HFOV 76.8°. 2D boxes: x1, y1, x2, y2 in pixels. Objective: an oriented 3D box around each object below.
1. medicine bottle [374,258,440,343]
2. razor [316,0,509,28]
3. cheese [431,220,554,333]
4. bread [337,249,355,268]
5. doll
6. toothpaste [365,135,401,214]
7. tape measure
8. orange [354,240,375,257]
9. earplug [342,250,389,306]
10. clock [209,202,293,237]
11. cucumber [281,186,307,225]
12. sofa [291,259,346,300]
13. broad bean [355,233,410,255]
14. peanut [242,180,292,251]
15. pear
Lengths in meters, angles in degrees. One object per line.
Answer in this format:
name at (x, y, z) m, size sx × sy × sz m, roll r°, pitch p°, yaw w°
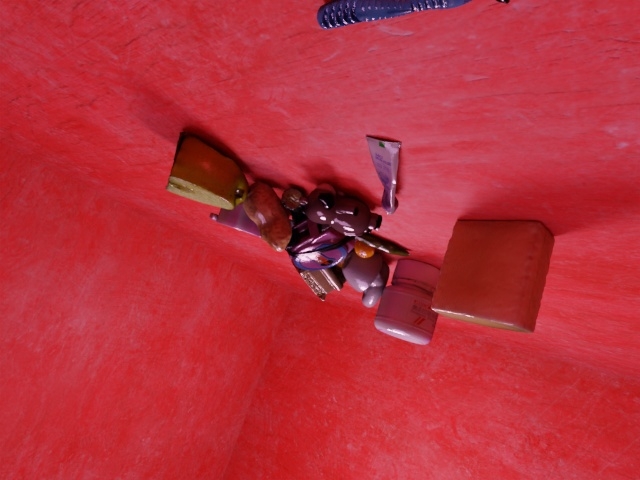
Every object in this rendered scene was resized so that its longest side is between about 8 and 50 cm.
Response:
medicine bottle at (0.372, 0.251, 1.668) m, size 0.241 × 0.302 × 0.241 m, roll 18°, pitch 166°, yaw 5°
razor at (0.101, -0.309, 0.519) m, size 0.253 × 0.042 × 0.082 m, roll 11°, pitch 164°, yaw 35°
cheese at (0.441, 0.087, 1.049) m, size 0.124 × 0.265 × 0.242 m, roll 31°, pitch 163°, yaw -35°
bread at (0.122, 0.085, 1.826) m, size 0.114 × 0.077 × 0.189 m, roll -20°, pitch 144°, yaw 36°
doll at (0.057, -0.088, 1.224) m, size 0.257 × 0.117 × 0.182 m, roll 23°, pitch 162°, yaw -14°
toothpaste at (0.165, -0.150, 1.000) m, size 0.075 × 0.048 × 0.301 m, roll 44°, pitch 170°, yaw 27°
tape measure at (0.000, 0.000, 1.454) m, size 0.245 × 0.149 × 0.231 m, roll -27°, pitch 150°, yaw 23°
orange at (0.175, 0.032, 1.598) m, size 0.083 × 0.070 × 0.083 m, roll 21°, pitch 162°, yaw 7°
earplug at (0.208, 0.160, 1.760) m, size 0.175 × 0.214 × 0.325 m, roll 11°, pitch 154°, yaw 30°
clock at (-0.270, -0.079, 1.598) m, size 0.338 × 0.102 × 0.338 m, roll 18°, pitch 179°, yaw 0°
cucumber at (-0.076, -0.103, 1.439) m, size 0.081 × 0.072 × 0.303 m, roll -26°, pitch 165°, yaw -1°
sofa at (-0.005, 0.121, 1.887) m, size 0.200 × 0.182 × 0.258 m, roll 51°, pitch 179°, yaw -26°
broad bean at (0.204, 0.006, 1.521) m, size 0.297 × 0.043 × 0.060 m, roll 22°, pitch -179°, yaw -2°
peanut at (-0.179, -0.081, 1.371) m, size 0.122 × 0.253 × 0.137 m, roll -28°, pitch 180°, yaw 20°
pear at (-0.347, -0.205, 1.270) m, size 0.292 × 0.159 × 0.292 m, roll 20°, pitch 169°, yaw 4°
